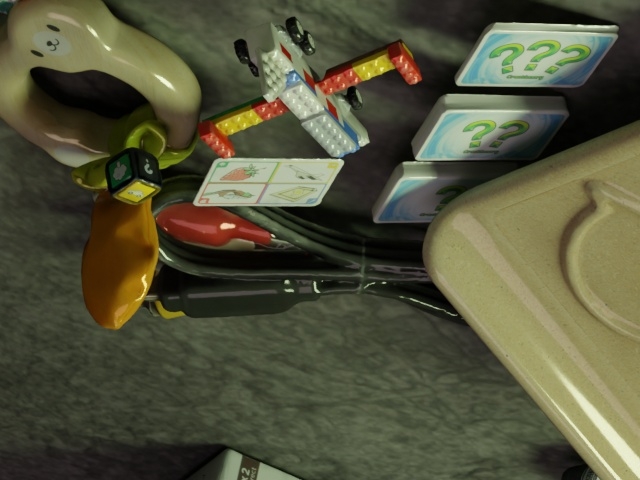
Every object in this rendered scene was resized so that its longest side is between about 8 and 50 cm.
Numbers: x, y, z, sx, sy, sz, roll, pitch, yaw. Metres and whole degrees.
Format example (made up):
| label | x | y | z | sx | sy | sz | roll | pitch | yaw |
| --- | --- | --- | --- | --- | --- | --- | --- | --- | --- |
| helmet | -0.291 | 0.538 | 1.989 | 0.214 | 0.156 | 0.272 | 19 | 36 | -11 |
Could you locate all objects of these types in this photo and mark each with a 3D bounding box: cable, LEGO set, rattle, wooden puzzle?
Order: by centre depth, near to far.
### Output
| label | x | y | z | sx | sy | sz | roll | pitch | yaw |
| --- | --- | --- | --- | --- | --- | --- | --- | --- | --- |
| LEGO set | 0.018 | -0.046 | 0.985 | 0.244 | 0.060 | 0.182 | 0 | 149 | -22 |
| rattle | -0.152 | -0.068 | 1.009 | 0.130 | 0.143 | 0.200 | 17 | 157 | 27 |
| wooden puzzle | 0.281 | 0.034 | 1.026 | 0.348 | 0.080 | 0.322 | -25 | 116 | 36 |
| cable | 0.000 | 0.000 | 1.148 | 0.287 | 0.072 | 0.139 | -3 | 138 | 0 |

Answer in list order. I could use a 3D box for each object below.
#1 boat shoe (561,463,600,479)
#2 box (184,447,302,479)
| label | x | y | z | sx | sy | sz | roll | pitch | yaw |
| --- | --- | --- | --- | --- | --- | --- | --- | --- | --- |
| boat shoe | 0.229 | 0.196 | 1.350 | 0.142 | 0.049 | 0.040 | 37 | 158 | -29 |
| box | -0.039 | 0.285 | 1.434 | 0.182 | 0.181 | 0.119 | 25 | 144 | -18 |
